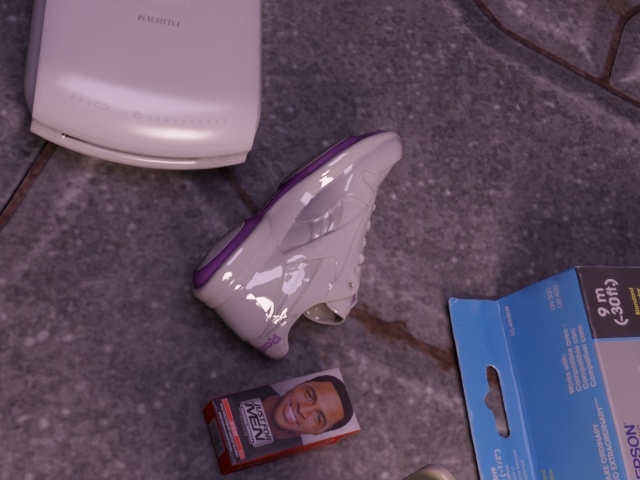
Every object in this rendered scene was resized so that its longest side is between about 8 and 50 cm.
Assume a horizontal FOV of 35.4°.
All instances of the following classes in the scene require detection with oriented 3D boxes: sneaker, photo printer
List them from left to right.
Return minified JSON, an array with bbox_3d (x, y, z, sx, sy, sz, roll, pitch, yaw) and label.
[{"bbox_3d":[-0.189,-0.223,1.108,0.256,0.107,0.308,8,63,-17],"label":"photo printer"},{"bbox_3d":[0.000,0.000,1.088,0.152,0.114,0.305,50,63,-9],"label":"sneaker"}]

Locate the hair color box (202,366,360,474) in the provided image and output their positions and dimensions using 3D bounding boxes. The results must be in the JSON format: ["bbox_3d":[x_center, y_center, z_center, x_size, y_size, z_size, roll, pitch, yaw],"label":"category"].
[{"bbox_3d":[-0.039,0.180,1.008,0.141,0.043,0.072,-11,69,-25],"label":"hair color box"}]

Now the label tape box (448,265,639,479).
[{"bbox_3d":[0.336,0.161,1.117,0.347,0.115,0.249,2,65,-21],"label":"label tape box"}]

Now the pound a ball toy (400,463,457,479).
[{"bbox_3d":[-0.015,0.331,0.812,0.208,0.319,0.136,-24,74,-44],"label":"pound a ball toy"}]
